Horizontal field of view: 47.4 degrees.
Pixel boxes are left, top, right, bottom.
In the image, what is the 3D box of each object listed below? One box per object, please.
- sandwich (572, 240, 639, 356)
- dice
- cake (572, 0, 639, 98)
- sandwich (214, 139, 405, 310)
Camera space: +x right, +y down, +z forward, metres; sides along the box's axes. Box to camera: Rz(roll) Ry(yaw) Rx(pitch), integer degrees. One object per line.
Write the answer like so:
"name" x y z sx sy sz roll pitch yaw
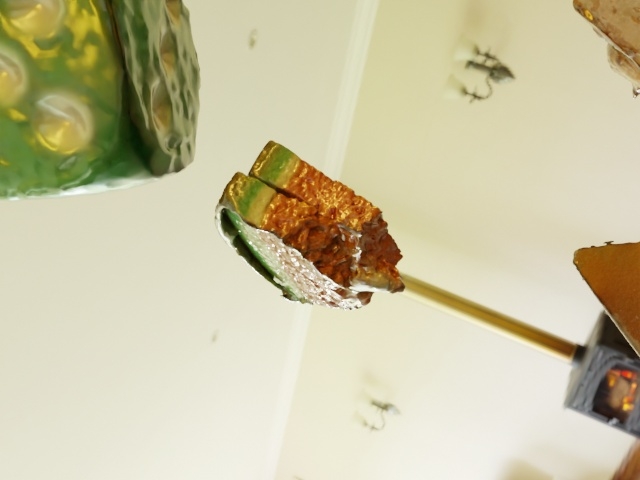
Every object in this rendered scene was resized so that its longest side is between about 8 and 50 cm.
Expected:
"sandwich" 0.387 0.092 0.774 0.108 0.220 0.186 27 -115 -42
"dice" -0.318 -0.217 0.904 0.297 0.287 0.300 -62 -34 -72
"cake" 0.449 -0.315 0.895 0.196 0.199 0.293 -23 -29 -40
"sandwich" -0.012 -0.007 0.864 0.292 0.212 0.109 46 -116 -48
